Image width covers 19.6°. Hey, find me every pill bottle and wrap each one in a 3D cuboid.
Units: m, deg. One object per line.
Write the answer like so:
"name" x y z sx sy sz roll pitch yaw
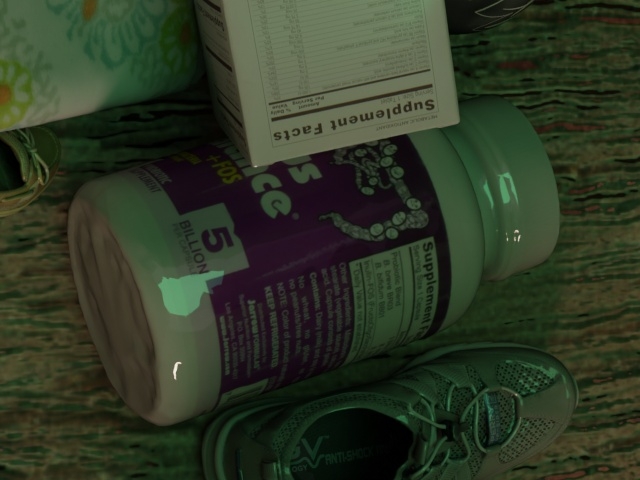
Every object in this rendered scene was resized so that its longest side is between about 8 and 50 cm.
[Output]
"pill bottle" 0.000 0.000 1.224 0.301 0.169 0.169 -18 99 -22

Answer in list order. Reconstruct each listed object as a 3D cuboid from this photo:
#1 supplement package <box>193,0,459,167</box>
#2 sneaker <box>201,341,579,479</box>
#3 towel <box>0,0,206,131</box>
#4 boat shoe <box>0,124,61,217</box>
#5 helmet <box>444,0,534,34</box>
"supplement package" -0.011 -0.186 1.128 0.139 0.134 0.244 -12 109 -10
"sneaker" 0.065 0.142 1.285 0.281 0.115 0.105 -14 97 -22
"towel" -0.217 -0.217 1.082 0.374 0.090 0.321 -18 106 -48
"boat shoe" -0.206 -0.046 1.162 0.153 0.048 0.056 -24 84 -57
"helmet" 0.096 -0.227 1.264 0.169 0.169 0.161 -44 91 -16
